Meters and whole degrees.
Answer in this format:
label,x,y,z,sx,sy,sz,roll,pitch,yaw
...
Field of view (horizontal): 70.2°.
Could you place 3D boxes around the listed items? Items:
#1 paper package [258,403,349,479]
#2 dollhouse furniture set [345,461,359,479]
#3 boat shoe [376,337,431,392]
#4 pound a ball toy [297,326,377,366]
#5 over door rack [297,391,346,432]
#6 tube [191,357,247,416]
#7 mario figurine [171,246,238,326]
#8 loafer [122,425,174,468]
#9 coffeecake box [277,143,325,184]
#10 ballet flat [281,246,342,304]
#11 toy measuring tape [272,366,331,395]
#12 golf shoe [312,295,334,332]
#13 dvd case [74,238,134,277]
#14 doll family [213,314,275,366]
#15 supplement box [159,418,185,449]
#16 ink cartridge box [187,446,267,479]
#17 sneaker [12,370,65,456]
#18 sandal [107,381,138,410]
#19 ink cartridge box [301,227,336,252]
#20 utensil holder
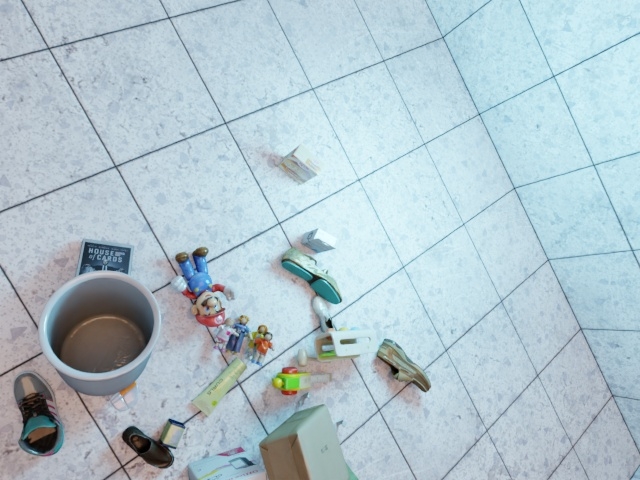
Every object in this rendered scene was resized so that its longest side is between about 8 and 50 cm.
label,x,y,z,sx,sy,sz,roll,pitch,yaw
paper package,-0.048,0.819,1.688,0.325,0.168,0.310,7,62,-70
dollhouse furniture set,0.076,1.115,1.919,0.301,0.151,0.198,-39,100,-26
boat shoe,0.389,0.617,2.184,0.324,0.122,0.120,46,70,-4
pound a ball toy,0.068,0.462,2.019,0.319,0.208,0.136,7,62,-43
over door rack,-0.056,0.856,1.931,0.239,0.108,0.324,42,52,-15
tube,-0.394,0.581,1.820,0.070,0.062,0.240,34,68,25
mario figurine,-0.451,0.183,1.783,0.198,0.170,0.321,-23,84,6
loafer,-0.628,0.766,1.658,0.220,0.078,0.080,41,67,-15
coffeecake box,-0.088,-0.338,2.042,0.142,0.185,0.068,38,67,-17
ballet flat,-0.020,0.151,2.049,0.348,0.123,0.123,38,67,-17
toy measuring tape,-0.091,0.599,1.964,0.330,0.121,0.122,11,76,-48
golf shoe,0.021,0.330,2.052,0.069,0.086,0.176,-22,91,-26
dvd case,-0.782,0.104,1.649,0.179,0.030,0.239,10,49,-26
doll family,-0.310,0.398,1.875,0.262,0.118,0.163,21,79,-4
supplement box,-0.554,0.722,1.700,0.056,0.083,0.083,29,69,-19
ink cartridge box,-0.339,0.887,1.657,0.226,0.306,0.131,-6,85,-28
sneaker,-0.926,0.574,1.481,0.123,0.178,0.296,-24,93,-28
sandal,-0.746,0.490,1.651,0.101,0.076,0.265,-24,75,-34
ink cartridge box,0.000,0.000,2.037,0.104,0.180,0.060,30,70,-20
utensil holder,-0.706,0.321,1.476,0.327,0.385,0.328,11,60,-20
